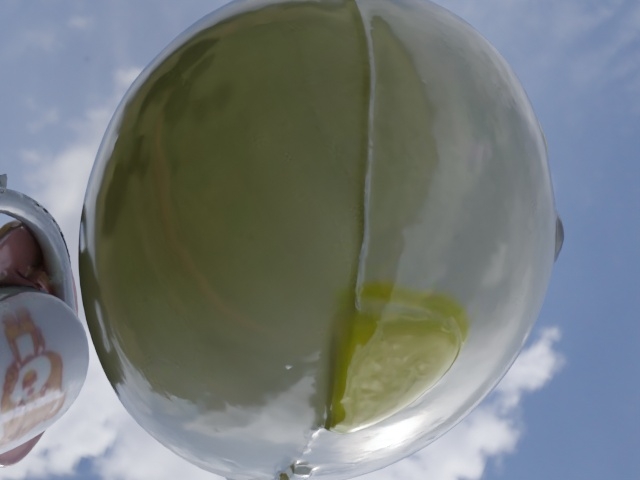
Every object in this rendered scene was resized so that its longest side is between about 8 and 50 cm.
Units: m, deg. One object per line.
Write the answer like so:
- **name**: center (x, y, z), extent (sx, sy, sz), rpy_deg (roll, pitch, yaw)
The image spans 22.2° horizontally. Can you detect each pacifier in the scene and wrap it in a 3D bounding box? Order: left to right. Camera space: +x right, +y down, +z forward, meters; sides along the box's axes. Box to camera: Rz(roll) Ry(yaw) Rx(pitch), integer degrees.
- **pacifier**: center (-0.329, 0.102, 1.427), extent (0.273, 0.332, 0.220), rpy_deg (-30, -94, 29)

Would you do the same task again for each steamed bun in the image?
- **steamed bun**: center (-0.007, 0.000, 1.087), extent (0.374, 0.334, 0.333), rpy_deg (124, -25, -65)
